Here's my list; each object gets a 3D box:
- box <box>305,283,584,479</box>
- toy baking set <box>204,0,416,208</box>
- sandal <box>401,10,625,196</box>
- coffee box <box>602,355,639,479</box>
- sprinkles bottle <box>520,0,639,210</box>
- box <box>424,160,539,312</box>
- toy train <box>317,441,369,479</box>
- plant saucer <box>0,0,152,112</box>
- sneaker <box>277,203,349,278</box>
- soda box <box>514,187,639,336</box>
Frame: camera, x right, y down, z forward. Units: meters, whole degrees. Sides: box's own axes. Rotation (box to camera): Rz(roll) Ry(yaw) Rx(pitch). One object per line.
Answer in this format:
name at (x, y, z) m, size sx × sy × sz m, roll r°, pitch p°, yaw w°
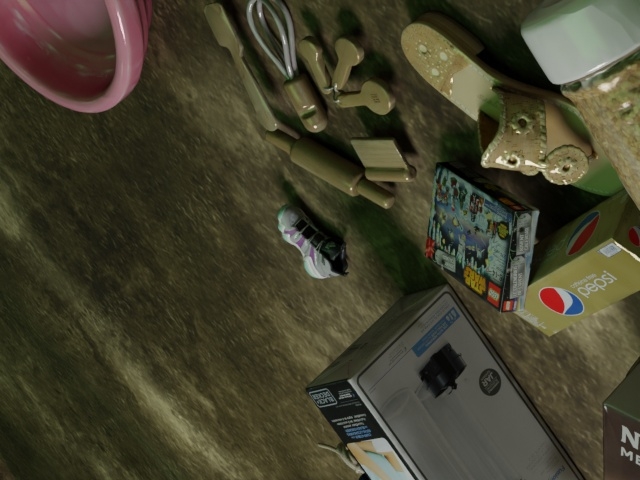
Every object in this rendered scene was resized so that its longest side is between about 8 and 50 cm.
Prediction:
box at (0.138, 0.210, 1.429) m, size 0.290 × 0.169 × 0.087 m, roll 56°, pitch 147°, yaw -9°
toy baking set at (-0.006, -0.140, 1.363) m, size 0.256 × 0.030 × 0.197 m, roll 28°, pitch 141°, yaw 31°
sandal at (0.147, -0.092, 1.159) m, size 0.240 × 0.079 × 0.088 m, roll 39°, pitch 148°, yaw 16°
coffee box at (0.386, 0.212, 1.149) m, size 0.297 × 0.119 × 0.168 m, roll 27°, pitch 144°, yaw 33°
sprinkles bottle at (0.285, -0.039, 0.998) m, size 0.355 × 0.121 × 0.121 m, roll 55°, pitch 150°, yaw -10°
box at (0.140, -0.005, 1.240) m, size 0.137 × 0.027 × 0.094 m, roll -141°, pitch 51°, yaw -57°
toy train at (0.078, 0.232, 1.606) m, size 0.248 × 0.105 × 0.143 m, roll 23°, pitch 131°, yaw 37°
plant saucer at (-0.295, -0.297, 1.505) m, size 0.332 × 0.084 × 0.332 m, roll 34°, pitch 147°, yaw 26°
sneaker at (0.000, 0.000, 1.503) m, size 0.069 × 0.038 × 0.098 m, roll 2°, pitch 136°, yaw 50°
soda box at (0.227, 0.019, 1.187) m, size 0.058 × 0.061 × 0.181 m, roll 34°, pitch 151°, yaw -10°
